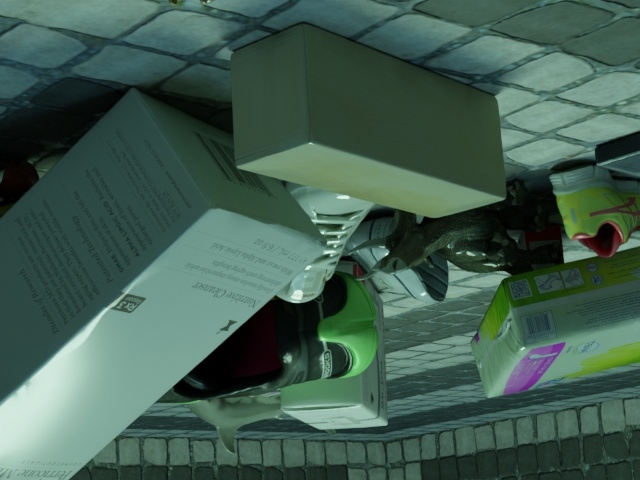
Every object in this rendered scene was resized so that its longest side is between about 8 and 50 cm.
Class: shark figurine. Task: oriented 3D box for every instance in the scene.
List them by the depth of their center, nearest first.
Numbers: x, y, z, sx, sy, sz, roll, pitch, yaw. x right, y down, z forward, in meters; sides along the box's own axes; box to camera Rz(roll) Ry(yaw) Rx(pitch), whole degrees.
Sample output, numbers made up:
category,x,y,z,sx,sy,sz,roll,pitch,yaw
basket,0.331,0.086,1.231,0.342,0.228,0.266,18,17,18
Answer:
category,x,y,z,sx,sy,sz,roll,pitch,yaw
shark figurine,-0.127,0.319,2.397,0.278,0.116,0.166,6,163,-26

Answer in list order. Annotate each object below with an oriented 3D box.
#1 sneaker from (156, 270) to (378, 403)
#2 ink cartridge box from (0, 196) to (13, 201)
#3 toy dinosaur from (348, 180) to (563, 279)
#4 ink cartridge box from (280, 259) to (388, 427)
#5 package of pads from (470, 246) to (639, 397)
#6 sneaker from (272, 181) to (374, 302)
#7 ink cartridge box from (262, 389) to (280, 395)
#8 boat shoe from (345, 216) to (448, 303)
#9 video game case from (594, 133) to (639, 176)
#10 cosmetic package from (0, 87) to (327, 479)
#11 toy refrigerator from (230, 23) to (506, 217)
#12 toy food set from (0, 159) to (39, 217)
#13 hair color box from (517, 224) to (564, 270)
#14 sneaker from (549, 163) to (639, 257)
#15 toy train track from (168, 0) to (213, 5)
category,x,y,z,sx,sy,sz,roll,pitch,yaw
sneaker,-0.149,0.122,1.778,0.483,0.185,0.202,-16,170,42
ink cartridge box,-0.381,0.049,1.492,0.127,0.176,0.128,3,164,-17
toy dinosaur,0.188,-0.006,1.608,0.160,0.121,0.313,1,177,38
ink cartridge box,0.022,0.158,1.961,0.117,0.207,0.283,-4,167,10
package of pads,0.320,0.102,1.662,0.229,0.101,0.296,-13,163,-5
sneaker,0.000,0.000,1.505,0.106,0.123,0.290,3,164,-16
ink cartridge box,-0.147,0.229,2.444,0.218,0.092,0.158,4,164,-35
boat shoe,0.097,0.019,1.723,0.076,0.083,0.226,3,158,27
video game case,0.452,-0.106,1.391,0.196,0.026,0.274,9,160,-41
cosmetic package,-0.214,0.059,1.274,0.385,0.156,0.217,-44,152,15
toy refrigerator,0.045,-0.095,1.174,0.094,0.102,0.269,-15,163,39
toy food set,-0.350,-0.053,1.339,0.218,0.071,0.128,-9,-171,28
hair color box,0.291,0.045,1.811,0.053,0.093,0.167,-4,165,2
sneaker,0.327,-0.023,1.547,0.081,0.094,0.208,-17,162,38
toy train track,-0.109,-0.180,0.973,0.083,0.014,0.048,10,160,-42
